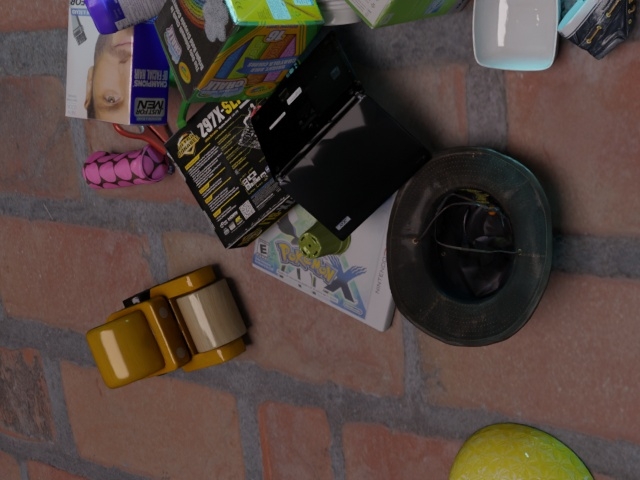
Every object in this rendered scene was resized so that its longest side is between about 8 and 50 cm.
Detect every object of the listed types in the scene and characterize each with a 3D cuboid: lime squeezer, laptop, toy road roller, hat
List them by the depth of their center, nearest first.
[{"bbox_3d":[0.264,0.011,1.580,0.331,0.134,0.331,-1,89,32],"label":"hat"},{"bbox_3d":[0.028,-0.183,1.639,0.234,0.137,0.264,-44,48,25],"label":"laptop"},{"bbox_3d":[-0.297,-0.309,1.902,0.110,0.059,0.310,-46,42,-2],"label":"lime squeezer"},{"bbox_3d":[-0.347,0.207,2.031,0.330,0.241,0.202,-20,95,39],"label":"toy road roller"}]

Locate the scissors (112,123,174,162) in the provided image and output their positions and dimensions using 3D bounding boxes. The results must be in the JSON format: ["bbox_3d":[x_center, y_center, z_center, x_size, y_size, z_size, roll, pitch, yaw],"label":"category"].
[{"bbox_3d":[-0.311,-0.194,1.986,0.297,0.109,0.021,39,141,-10],"label":"scissors"}]

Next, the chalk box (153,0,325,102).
[{"bbox_3d":[-0.157,-0.355,1.613,0.289,0.179,0.180,-43,64,50],"label":"chalk box"}]

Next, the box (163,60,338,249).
[{"bbox_3d":[-0.121,-0.174,1.779,0.322,0.079,0.257,-39,74,28],"label":"box"}]

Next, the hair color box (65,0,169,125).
[{"bbox_3d":[-0.383,-0.395,1.781,0.185,0.110,0.338,11,104,34],"label":"hair color box"}]

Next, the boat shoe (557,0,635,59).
[{"bbox_3d":[0.437,-0.355,1.369,0.083,0.065,0.183,34,115,-10],"label":"boat shoe"}]

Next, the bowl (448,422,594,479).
[{"bbox_3d":[0.340,0.491,1.687,0.289,0.156,0.289,13,113,32],"label":"bowl"}]

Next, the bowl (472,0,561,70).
[{"bbox_3d":[0.312,-0.340,1.465,0.142,0.053,0.142,11,114,33],"label":"bowl"}]

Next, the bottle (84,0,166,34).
[{"bbox_3d":[-0.273,-0.453,1.627,0.118,0.283,0.092,83,163,-72],"label":"bottle"}]

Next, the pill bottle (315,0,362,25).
[{"bbox_3d":[0.021,-0.477,1.586,0.117,0.117,0.215,6,110,35],"label":"pill bottle"}]

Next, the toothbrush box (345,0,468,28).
[{"bbox_3d":[0.116,-0.446,1.421,0.206,0.283,0.122,48,129,12],"label":"toothbrush box"}]

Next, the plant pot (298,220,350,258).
[{"bbox_3d":[0.000,0.000,1.757,0.083,0.079,0.083,14,116,32],"label":"plant pot"}]

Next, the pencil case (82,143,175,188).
[{"bbox_3d":[-0.424,-0.164,2.051,0.209,0.098,0.095,-2,150,36],"label":"pencil case"}]

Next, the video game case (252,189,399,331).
[{"bbox_3d":[0.021,-0.019,1.809,0.329,0.036,0.300,26,120,27],"label":"video game case"}]
